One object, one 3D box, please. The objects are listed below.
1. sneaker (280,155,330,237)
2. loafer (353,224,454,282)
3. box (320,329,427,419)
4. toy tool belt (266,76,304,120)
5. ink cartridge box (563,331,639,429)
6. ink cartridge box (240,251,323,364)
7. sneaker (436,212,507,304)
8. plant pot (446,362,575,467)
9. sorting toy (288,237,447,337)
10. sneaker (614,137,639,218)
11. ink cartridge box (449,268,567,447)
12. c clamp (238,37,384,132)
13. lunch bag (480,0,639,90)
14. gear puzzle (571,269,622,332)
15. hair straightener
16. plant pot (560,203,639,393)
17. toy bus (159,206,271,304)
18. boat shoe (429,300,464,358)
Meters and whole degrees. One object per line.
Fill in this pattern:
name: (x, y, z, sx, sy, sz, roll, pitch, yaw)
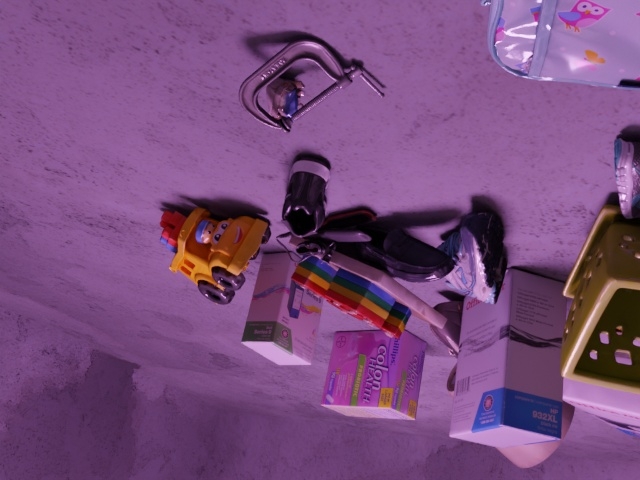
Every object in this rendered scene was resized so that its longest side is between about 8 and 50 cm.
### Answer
sneaker: (-0.032, -0.046, 1.253, 0.078, 0.106, 0.234, 14, 158, 1)
loafer: (0.140, 0.019, 1.299, 0.223, 0.076, 0.078, 16, 132, 49)
box: (0.144, 0.364, 1.980, 0.243, 0.213, 0.117, -8, 150, 41)
toy tool belt: (-0.045, -0.186, 0.998, 0.051, 0.052, 0.083, 5, 140, 9)
ink cartridge box: (0.737, 0.336, 1.591, 0.395, 0.166, 0.286, 29, 163, -39)
ink cartridge box: (-0.076, 0.151, 1.605, 0.093, 0.212, 0.154, -7, 150, 32)
sneaker: (0.256, 0.036, 1.295, 0.122, 0.110, 0.283, 11, 157, 21)
plant pot: (0.483, 0.424, 1.947, 0.274, 0.256, 0.256, 33, 154, -8)
sorting toy: (0.080, 0.110, 1.459, 0.257, 0.089, 0.255, 22, 171, 44)
sneaker: (0.441, -0.080, 0.981, 0.076, 0.064, 0.166, -3, 154, 25)
ink cartridge box: (0.371, 0.239, 1.446, 0.129, 0.307, 0.223, 15, 157, -10)
c clamp: (-0.019, -0.191, 0.945, 0.161, 0.022, 0.137, -28, 131, 21)
lunch bag: (0.255, -0.241, 0.636, 0.224, 0.107, 0.279, 7, 157, 13)
gear puzzle: (0.580, 0.131, 1.400, 0.176, 0.044, 0.339, 5, 160, 25)
hair straightener: (0.000, 0.000, 1.366, 0.231, 0.089, 0.047, -6, 152, 39)
plant pot: (0.493, 0.083, 1.088, 0.227, 0.207, 0.228, 11, 132, 4)
toy bus: (-0.228, 0.004, 1.463, 0.211, 0.149, 0.220, 33, 152, -6)
boat shoe: (0.355, 0.242, 1.691, 0.355, 0.132, 0.130, 32, 151, -35)
